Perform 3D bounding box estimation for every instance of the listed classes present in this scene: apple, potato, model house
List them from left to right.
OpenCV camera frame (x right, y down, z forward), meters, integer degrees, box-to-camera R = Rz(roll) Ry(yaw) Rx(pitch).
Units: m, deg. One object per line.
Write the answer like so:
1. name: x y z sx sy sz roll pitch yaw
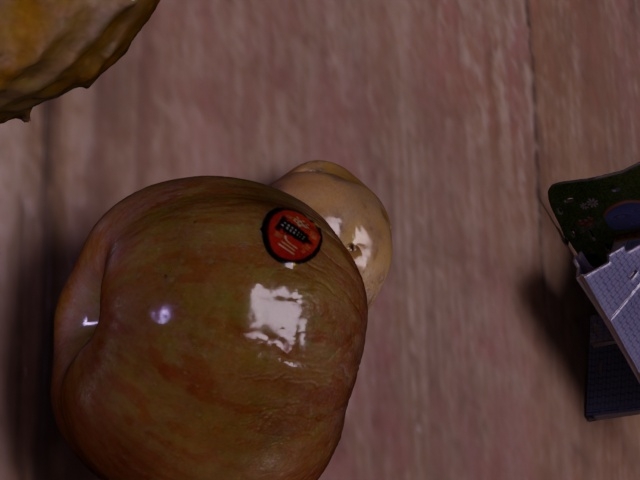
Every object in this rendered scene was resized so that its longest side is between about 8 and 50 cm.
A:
1. apple: -0.042 0.038 0.653 0.102 0.126 0.126 13 62 -18
2. potato: 0.000 0.000 0.791 0.083 0.062 0.068 -90 168 -61
3. model house: 0.193 0.045 1.019 0.167 0.117 0.088 58 39 -30

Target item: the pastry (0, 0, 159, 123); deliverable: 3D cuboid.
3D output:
1. pastry: -0.126 -0.126 0.527 0.100 0.218 0.229 -3 115 -60
